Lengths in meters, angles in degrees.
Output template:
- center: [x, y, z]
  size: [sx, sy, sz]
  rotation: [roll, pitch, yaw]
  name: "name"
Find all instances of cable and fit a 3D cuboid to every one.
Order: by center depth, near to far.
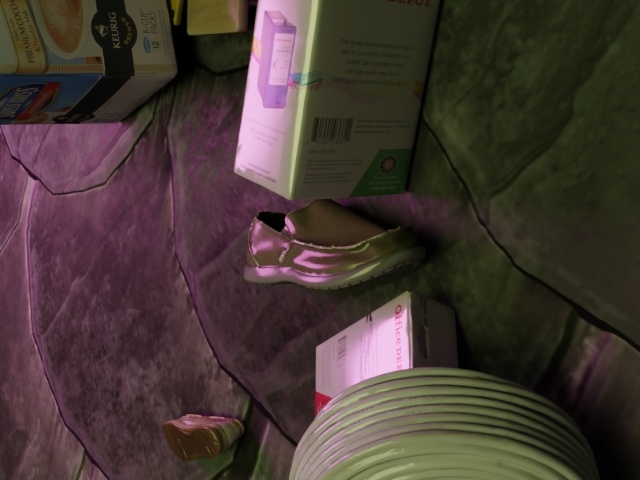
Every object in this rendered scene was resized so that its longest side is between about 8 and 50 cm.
- center: [0.099, 0.221, 0.739]
  size: [0.257, 0.257, 0.089]
  rotation: [-55, 16, 32]
  name: "cable"

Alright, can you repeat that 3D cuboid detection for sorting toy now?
- center: [-0.108, -0.303, 1.031]
  size: [0.274, 0.046, 0.132]
  rotation: [16, 106, 56]
  name: "sorting toy"

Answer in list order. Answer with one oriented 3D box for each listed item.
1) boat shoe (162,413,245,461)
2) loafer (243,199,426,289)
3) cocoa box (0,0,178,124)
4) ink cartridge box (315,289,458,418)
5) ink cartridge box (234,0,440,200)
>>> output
- center: [-0.153, 0.249, 1.158]
  size: [0.153, 0.048, 0.056]
  rotation: [-21, 91, 53]
  name: "boat shoe"
- center: [0.000, 0.000, 0.920]
  size: [0.251, 0.094, 0.087]
  rotation: [-3, 96, 48]
  name: "loafer"
- center: [-0.352, -0.340, 1.145]
  size: [0.231, 0.228, 0.347]
  rotation: [-15, 83, 57]
  name: "cocoa box"
- center: [0.062, 0.130, 0.863]
  size: [0.150, 0.063, 0.109]
  rotation: [-37, 41, 43]
  name: "ink cartridge box"
- center: [0.018, -0.153, 0.840]
  size: [0.093, 0.154, 0.212]
  rotation: [28, 115, 44]
  name: "ink cartridge box"
